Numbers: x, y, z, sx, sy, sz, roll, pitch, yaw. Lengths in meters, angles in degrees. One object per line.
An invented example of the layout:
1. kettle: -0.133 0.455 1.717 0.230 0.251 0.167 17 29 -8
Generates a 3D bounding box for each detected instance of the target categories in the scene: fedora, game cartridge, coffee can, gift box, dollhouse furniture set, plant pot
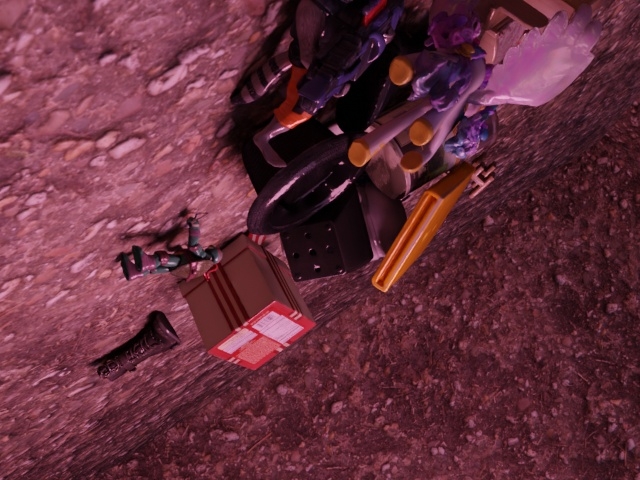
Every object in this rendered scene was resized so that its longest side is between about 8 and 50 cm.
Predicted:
1. fedora: -0.048 -0.151 1.183 0.334 0.153 0.334 -35 169 -7
2. game cartridge: 0.261 -0.044 1.498 0.323 0.052 0.285 -37 158 -58
3. coffee can: 0.249 -0.248 1.432 0.275 0.202 0.201 -30 163 -15
4. gift box: -0.194 0.139 1.555 0.255 0.258 0.276 -35 144 5
5. dollhouse furniture set: 0.423 -0.402 1.284 0.303 0.174 0.356 -39 161 -23
6. dollhouse furniture set: 0.362 -0.232 1.707 0.161 0.212 0.242 -46 -174 33
7. plant pot: 0.000 0.000 1.391 0.187 0.188 0.167 -10 -165 18

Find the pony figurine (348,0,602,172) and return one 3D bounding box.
1. pony figurine: 0.242 -0.285 1.050 0.363 0.303 0.351 -34 161 -38

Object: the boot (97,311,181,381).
1. boot: -0.509 0.313 1.679 0.228 0.091 0.263 -30 165 -20

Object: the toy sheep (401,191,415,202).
1. toy sheep: 0.259 -0.167 1.898 0.091 0.091 0.132 -26 156 -30

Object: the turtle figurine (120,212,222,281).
1. turtle figurine: -0.292 0.027 1.285 0.234 0.118 0.175 -14 154 -40

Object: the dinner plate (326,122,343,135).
1. dinner plate: 0.014 -0.223 1.357 0.141 0.017 0.141 -32 163 -11

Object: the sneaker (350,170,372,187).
1. sneaker: 0.130 -0.153 1.675 0.211 0.080 0.081 -37 166 3

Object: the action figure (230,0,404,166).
1. action figure: -0.021 -0.270 0.885 0.330 0.178 0.341 -56 179 40

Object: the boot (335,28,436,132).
1. boot: 0.162 -0.322 1.233 0.207 0.094 0.247 -16 149 -41

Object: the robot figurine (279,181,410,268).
1. robot figurine: 0.072 -0.034 1.574 0.353 0.200 0.300 -14 154 8
